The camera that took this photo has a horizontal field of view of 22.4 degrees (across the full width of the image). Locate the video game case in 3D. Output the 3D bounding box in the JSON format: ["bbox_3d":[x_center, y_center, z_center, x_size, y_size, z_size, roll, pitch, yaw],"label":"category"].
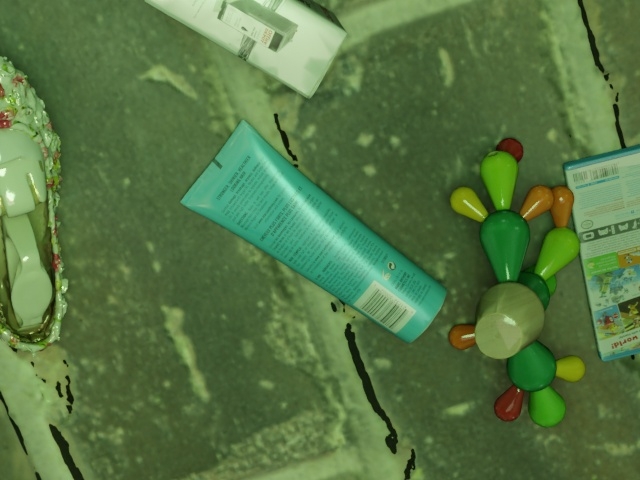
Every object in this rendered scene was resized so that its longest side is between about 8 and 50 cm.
[{"bbox_3d":[0.263,0.005,1.274,0.119,0.015,0.166,-14,107,-1],"label":"video game case"}]

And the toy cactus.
[{"bbox_3d":[0.137,0.042,1.198,0.112,0.180,0.219,2,103,16],"label":"toy cactus"}]

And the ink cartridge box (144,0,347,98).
[{"bbox_3d":[-0.054,-0.166,1.151,0.135,0.099,0.056,30,101,-14],"label":"ink cartridge box"}]

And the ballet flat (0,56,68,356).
[{"bbox_3d":[-0.218,-0.019,1.163,0.091,0.077,0.241,-17,127,-16],"label":"ballet flat"}]

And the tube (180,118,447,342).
[{"bbox_3d":[0.000,0.000,1.236,0.207,0.052,0.080,36,96,-9],"label":"tube"}]
